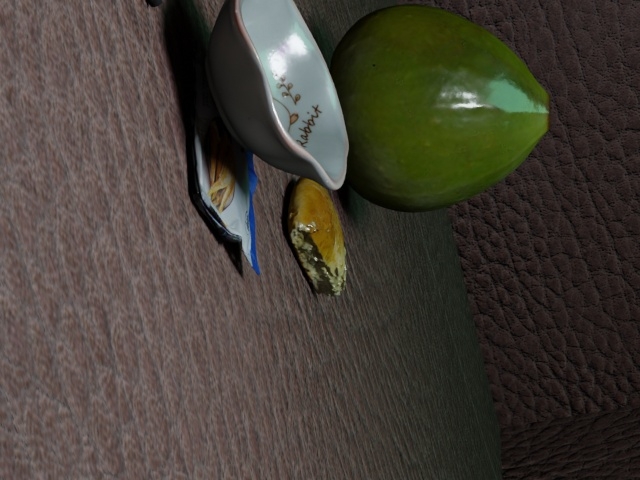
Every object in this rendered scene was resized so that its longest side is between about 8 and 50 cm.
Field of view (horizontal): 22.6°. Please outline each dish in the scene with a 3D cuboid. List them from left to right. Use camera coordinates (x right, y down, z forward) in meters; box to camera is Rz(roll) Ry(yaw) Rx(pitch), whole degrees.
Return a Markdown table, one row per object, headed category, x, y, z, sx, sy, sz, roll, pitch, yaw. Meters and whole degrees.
| category | x | y | z | sx | sy | sz | roll | pitch | yaw |
| --- | --- | --- | --- | --- | --- | --- | --- | --- | --- |
| dish | -0.054 | -0.143 | 1.502 | 0.229 | 0.081 | 0.229 | 56 | 22 | -37 |

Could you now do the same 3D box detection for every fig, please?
| category | x | y | z | sx | sy | sz | roll | pitch | yaw |
| --- | --- | --- | --- | --- | --- | --- | --- | --- | --- |
| fig | 0.163 | -0.181 | 2.232 | 0.316 | 0.316 | 0.316 | -11 | 90 | -80 |

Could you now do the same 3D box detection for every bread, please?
| category | x | y | z | sx | sy | sz | roll | pitch | yaw |
| --- | --- | --- | --- | --- | --- | --- | --- | --- | --- |
| bread | -0.005 | -0.024 | 1.877 | 0.154 | 0.054 | 0.136 | 71 | 10 | -51 |

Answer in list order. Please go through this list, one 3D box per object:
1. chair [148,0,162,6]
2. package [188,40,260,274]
| category | x | y | z | sx | sy | sz | roll | pitch | yaw |
| --- | --- | --- | --- | --- | --- | --- | --- | --- | --- |
| chair | -0.119 | -0.350 | 1.347 | 0.154 | 0.141 | 0.260 | -92 | 169 | -46 |
| package | -0.089 | -0.075 | 1.513 | 0.173 | 0.027 | 0.171 | 53 | 27 | -58 |
